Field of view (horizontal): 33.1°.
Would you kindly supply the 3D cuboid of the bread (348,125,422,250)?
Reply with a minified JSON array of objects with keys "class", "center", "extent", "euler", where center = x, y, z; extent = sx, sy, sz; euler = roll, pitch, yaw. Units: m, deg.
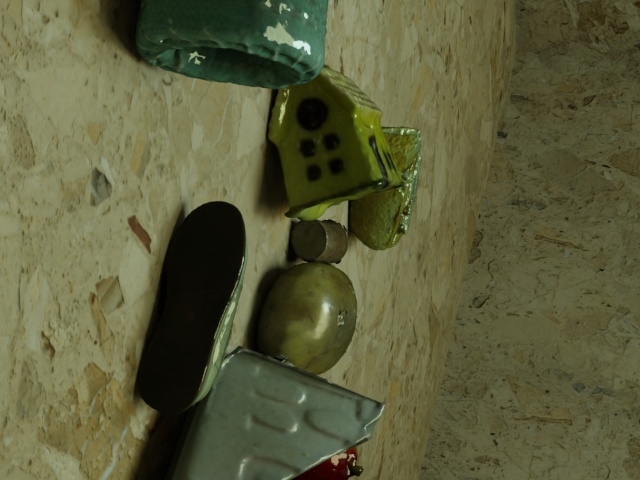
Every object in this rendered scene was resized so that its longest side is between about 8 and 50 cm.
[{"class":"bread","center":[0.140,-0.109,2.212],"extent":[0.186,0.124,0.257],"euler":[-13,112,-73]}]

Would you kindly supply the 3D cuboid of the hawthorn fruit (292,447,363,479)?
[{"class":"hawthorn fruit","center":[-0.015,0.360,1.815],"extent":[0.169,0.188,0.169],"euler":[16,90,-78]}]

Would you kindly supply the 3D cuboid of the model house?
[{"class":"model house","center":[0.007,-0.165,1.699],"extent":[0.234,0.175,0.193],"euler":[69,18,4]}]

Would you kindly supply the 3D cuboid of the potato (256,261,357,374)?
[{"class":"potato","center":[-0.009,0.131,1.803],"extent":[0.296,0.141,0.191],"euler":[5,98,-77]}]

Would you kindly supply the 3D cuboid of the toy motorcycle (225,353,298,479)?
[{"class":"toy motorcycle","center":[-0.092,0.300,1.652],"extent":[0.157,0.091,0.263],"euler":[-6,104,-49]}]

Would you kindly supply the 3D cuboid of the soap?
[{"class":"soap","center":[-0.069,0.314,1.436],"extent":[0.159,0.258,0.302],"euler":[132,-21,-62]}]

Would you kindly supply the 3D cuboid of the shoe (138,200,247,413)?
[{"class":"shoe","center":[-0.151,0.085,1.365],"extent":[0.098,0.103,0.274],"euler":[42,64,-73]}]

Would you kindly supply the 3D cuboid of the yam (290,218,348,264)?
[{"class":"yam","center":[-0.002,0.002,1.867],"extent":[0.127,0.084,0.084],"euler":[2,96,-71]}]

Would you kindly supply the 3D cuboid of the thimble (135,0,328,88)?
[{"class":"thimble","center":[-0.091,-0.256,1.185],"extent":[0.235,0.198,0.143],"euler":[16,79,-56]}]
